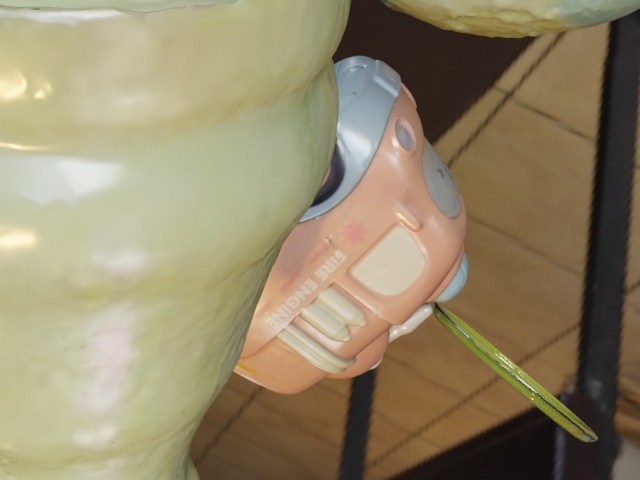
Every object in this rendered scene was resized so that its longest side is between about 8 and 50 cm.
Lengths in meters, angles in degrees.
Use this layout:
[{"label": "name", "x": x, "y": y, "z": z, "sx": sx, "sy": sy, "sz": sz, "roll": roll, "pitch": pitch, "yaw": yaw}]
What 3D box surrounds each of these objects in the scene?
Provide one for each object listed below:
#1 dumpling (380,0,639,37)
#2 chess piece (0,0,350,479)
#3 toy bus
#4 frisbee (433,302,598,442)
[{"label": "dumpling", "x": 0.118, "y": -0.215, "z": 0.794, "sx": 0.320, "sy": 0.270, "sz": 0.212, "roll": -19, "pitch": 130, "yaw": -3}, {"label": "chess piece", "x": -0.112, "y": 0.073, "z": 0.594, "sx": 0.234, "sy": 0.234, "sz": 0.442, "roll": 17, "pitch": 118, "yaw": 23}, {"label": "toy bus", "x": 0.000, "y": 0.000, "z": 1.160, "sx": 0.232, "sy": 0.287, "sz": 0.194, "roll": 44, "pitch": -162, "yaw": -11}, {"label": "frisbee", "x": 0.214, "y": 0.148, "z": 1.532, "sx": 0.236, "sy": 0.017, "sz": 0.236, "roll": 40, "pitch": -177, "yaw": -3}]
